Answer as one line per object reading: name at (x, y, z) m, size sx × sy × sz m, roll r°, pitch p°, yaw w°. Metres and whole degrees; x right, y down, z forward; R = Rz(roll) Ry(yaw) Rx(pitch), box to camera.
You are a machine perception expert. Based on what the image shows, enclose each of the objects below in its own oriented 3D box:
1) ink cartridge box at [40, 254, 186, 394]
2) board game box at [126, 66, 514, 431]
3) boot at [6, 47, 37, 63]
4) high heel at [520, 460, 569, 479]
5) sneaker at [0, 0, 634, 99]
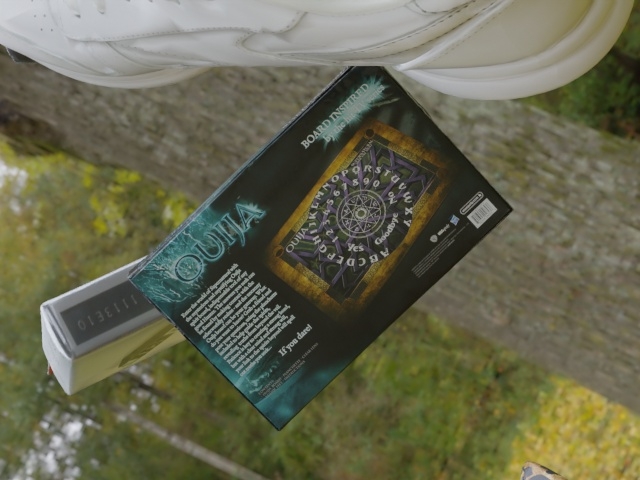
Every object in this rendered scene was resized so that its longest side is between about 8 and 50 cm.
ink cartridge box at (-0.115, 0.056, 1.038) m, size 0.275 × 0.060 × 0.239 m, roll -26°, pitch -14°, yaw -20°
board game box at (0.000, 0.000, 0.652) m, size 0.186 × 0.126 × 0.026 m, roll -43°, pitch 9°, yaw 0°
boot at (-0.091, -0.262, 0.807) m, size 0.096 × 0.280 × 0.264 m, roll 77°, pitch -177°, yaw -62°
high heel at (0.277, 0.295, 1.280) m, size 0.261 × 0.093 × 0.186 m, roll -117°, pitch 5°, yaw -53°
sneaker at (-0.040, -0.125, 0.446) m, size 0.152 × 0.305 × 0.114 m, roll 15°, pitch -99°, yaw -63°
